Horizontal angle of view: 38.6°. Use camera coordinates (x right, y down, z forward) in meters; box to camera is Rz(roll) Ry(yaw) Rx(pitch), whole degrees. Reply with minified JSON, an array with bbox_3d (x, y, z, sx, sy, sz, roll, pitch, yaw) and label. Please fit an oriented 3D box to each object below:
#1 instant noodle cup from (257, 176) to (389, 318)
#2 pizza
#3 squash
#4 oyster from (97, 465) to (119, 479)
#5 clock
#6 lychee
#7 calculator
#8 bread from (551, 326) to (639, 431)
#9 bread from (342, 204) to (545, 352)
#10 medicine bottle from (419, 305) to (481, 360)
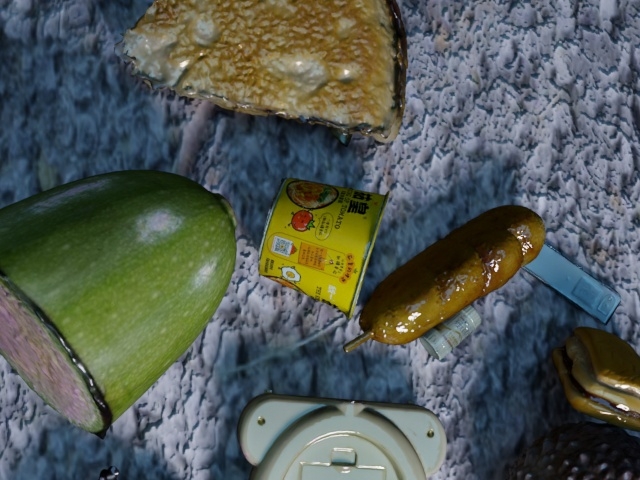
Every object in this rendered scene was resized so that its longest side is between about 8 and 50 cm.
[{"bbox_3d":[0.000,0.000,1.234,0.144,0.182,0.182,16,78,3],"label":"instant noodle cup"},{"bbox_3d":[-0.018,-0.303,1.324,0.391,0.080,0.435,38,78,-1],"label":"pizza"},{"bbox_3d":[-0.261,0.028,1.147,0.310,0.310,0.309,46,61,0],"label":"squash"},{"bbox_3d":[-0.289,0.460,1.146,0.221,0.096,0.361,42,77,-6],"label":"oyster"},{"bbox_3d":[0.020,0.361,1.206,0.283,0.114,0.310,6,82,-10],"label":"clock"},{"bbox_3d":[0.373,0.381,1.170,0.299,0.300,0.300,2,81,-9],"label":"lychee"},{"bbox_3d":[0.367,0.057,1.357,0.172,0.018,0.057,34,76,-2],"label":"calculator"},{"bbox_3d":[0.391,0.185,1.251,0.115,0.200,0.077,25,107,-1],"label":"bread"},{"bbox_3d":[0.172,0.062,1.279,0.344,0.124,0.084,-34,111,-15],"label":"bread"},{"bbox_3d":[0.185,0.128,1.301,0.083,0.047,0.047,-38,88,-13],"label":"medicine bottle"}]
